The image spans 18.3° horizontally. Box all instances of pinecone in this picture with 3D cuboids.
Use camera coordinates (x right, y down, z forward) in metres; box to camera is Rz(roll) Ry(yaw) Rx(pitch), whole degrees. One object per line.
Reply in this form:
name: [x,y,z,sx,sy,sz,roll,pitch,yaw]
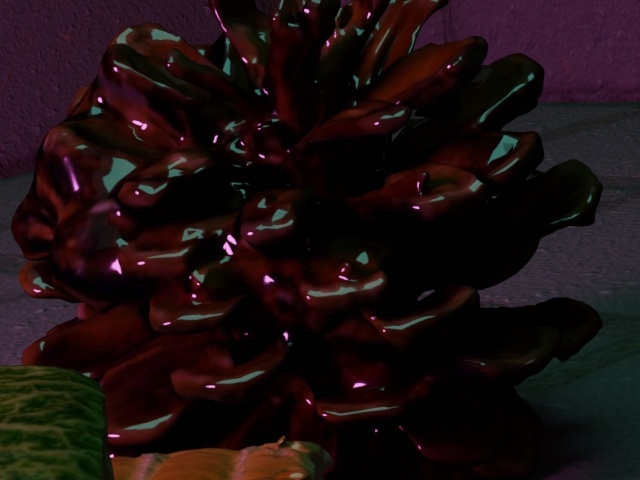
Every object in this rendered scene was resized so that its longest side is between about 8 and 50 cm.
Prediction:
pinecone: [0.000,0.000,1.298,0.398,0.397,0.398,-8,11,2]

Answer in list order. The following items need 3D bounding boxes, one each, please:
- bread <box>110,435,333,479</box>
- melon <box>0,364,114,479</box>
bread: [-0.110,0.186,0.990,0.239,0.111,0.246,-8,10,7]
melon: [-0.235,0.220,0.781,0.343,0.331,0.226,-10,-34,-1]
